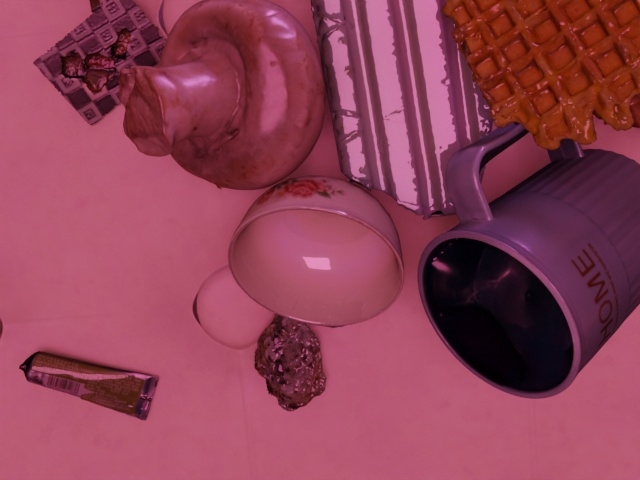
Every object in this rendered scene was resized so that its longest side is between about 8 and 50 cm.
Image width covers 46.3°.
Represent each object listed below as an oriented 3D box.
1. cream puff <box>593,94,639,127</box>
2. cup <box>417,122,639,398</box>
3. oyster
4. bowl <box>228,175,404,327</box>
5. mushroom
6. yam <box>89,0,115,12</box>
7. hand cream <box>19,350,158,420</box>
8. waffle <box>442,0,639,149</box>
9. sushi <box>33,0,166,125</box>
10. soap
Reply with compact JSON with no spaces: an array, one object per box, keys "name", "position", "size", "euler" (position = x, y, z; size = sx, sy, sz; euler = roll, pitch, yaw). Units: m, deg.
[{"name":"cream puff","position":[0.474,-0.328,1.090],"size":[0.231,0.343,0.327],"euler":[24,77,38]},{"name":"cup","position":[0.317,0.008,1.095],"size":[0.311,0.257,0.331],"euler":[-32,75,-32]},{"name":"oyster","position":[-0.055,0.204,1.290],"size":[0.125,0.064,0.177],"euler":[-24,96,1]},{"name":"bowl","position":[0.000,0.000,1.190],"size":[0.277,0.145,0.277],"euler":[6,139,5]},{"name":"mushroom","position":[-0.146,-0.215,1.103],"size":[0.297,0.290,0.297],"euler":[8,104,34]},{"name":"yam","position":[-0.360,-0.442,1.217],"size":[0.054,0.054,0.132],"euler":[-7,99,4]},{"name":"hand cream","position":[-0.412,0.250,1.326],"size":[0.235,0.055,0.086],"euler":[17,101,-7]},{"name":"waffle","position":[0.297,-0.274,0.972],"size":[0.307,0.060,0.312],"euler":[7,89,36]},{"name":"sushi","position":[-0.352,-0.306,1.246],"size":[0.201,0.031,0.139],"euler":[-36,115,5]},{"name":"soap","position":[0.136,-0.258,1.164],"size":[0.261,0.156,0.446],"euler":[-11,97,2]}]
